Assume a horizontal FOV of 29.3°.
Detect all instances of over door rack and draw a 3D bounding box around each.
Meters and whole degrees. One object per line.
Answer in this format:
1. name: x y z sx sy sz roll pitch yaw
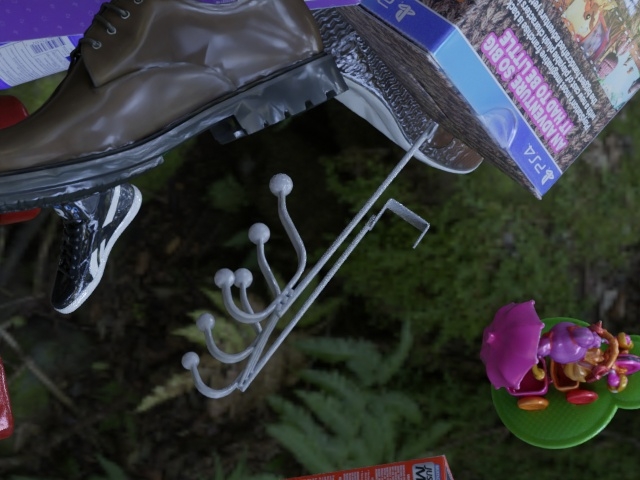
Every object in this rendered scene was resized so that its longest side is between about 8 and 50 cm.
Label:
1. over door rack: 0.000 0.000 1.215 0.324 0.239 0.108 -38 80 -26

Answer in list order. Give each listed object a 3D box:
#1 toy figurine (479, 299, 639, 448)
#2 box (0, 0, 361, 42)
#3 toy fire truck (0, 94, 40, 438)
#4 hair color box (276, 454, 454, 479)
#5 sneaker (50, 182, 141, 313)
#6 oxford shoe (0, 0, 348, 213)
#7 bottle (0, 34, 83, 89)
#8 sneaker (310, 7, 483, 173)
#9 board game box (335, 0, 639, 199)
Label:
1. toy figurine: 0.216 0.108 1.110 0.159 0.173 0.130 39 46 -58
2. box: -0.097 -0.205 0.801 0.201 0.293 0.057 -68 150 -53
3. toy fire truck: -0.320 0.026 0.979 0.169 0.302 0.254 -11 95 -28
4. hair color box: 0.028 0.227 0.980 0.093 0.167 0.053 68 17 -46
5. sneaker: -0.364 -0.009 1.790 0.121 0.079 0.217 34 82 -45
6. oxford shoe: -0.102 -0.076 0.611 0.227 0.083 0.096 -26 99 -27
7. bottle: -0.426 -0.258 1.635 0.118 0.283 0.092 54 22 -66
8. sneaker: 0.071 -0.182 1.370 0.290 0.123 0.106 37 88 -27
9. board game box: 0.176 -0.219 0.919 0.291 0.141 0.232 -48 143 1
